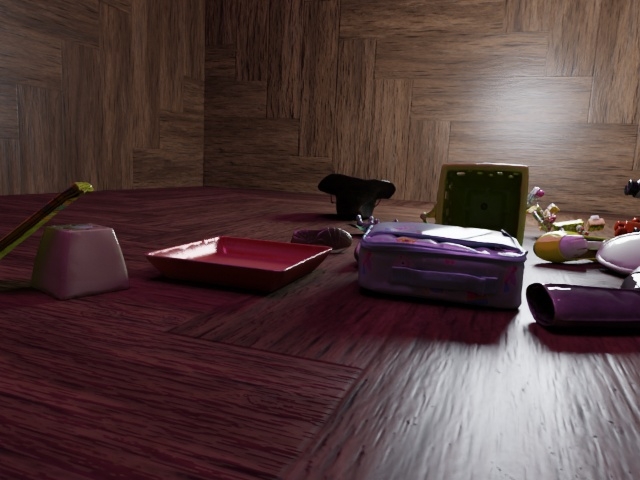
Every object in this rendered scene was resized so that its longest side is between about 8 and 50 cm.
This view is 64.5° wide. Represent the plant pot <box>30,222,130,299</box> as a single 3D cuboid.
[{"bbox_3d":[-0.372,0.026,0.783,0.109,0.096,0.109,10,12,39],"label":"plant pot"}]

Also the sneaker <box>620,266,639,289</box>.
[{"bbox_3d":[0.605,0.057,0.809,0.095,0.090,0.235,-14,-11,-23],"label":"sneaker"}]

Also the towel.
[{"bbox_3d":[-0.451,-0.009,0.773,0.237,0.021,0.102,-40,13,-6],"label":"towel"}]

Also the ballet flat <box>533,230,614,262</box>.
[{"bbox_3d":[0.624,0.014,1.211,0.231,0.077,0.077,3,-8,-18],"label":"ballet flat"}]

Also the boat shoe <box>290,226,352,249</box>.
[{"bbox_3d":[0.000,0.000,1.208,0.152,0.056,0.049,5,-25,-21],"label":"boat shoe"}]

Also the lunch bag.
[{"bbox_3d":[0.208,0.034,0.867,0.279,0.108,0.224,5,9,12],"label":"lunch bag"}]

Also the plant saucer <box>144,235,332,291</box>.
[{"bbox_3d":[-0.138,0.040,0.931,0.259,0.048,0.258,5,9,19],"label":"plant saucer"}]

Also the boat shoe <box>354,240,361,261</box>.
[{"bbox_3d":[0.127,0.027,1.123,0.065,0.075,0.206,-43,-14,33],"label":"boat shoe"}]

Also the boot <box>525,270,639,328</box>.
[{"bbox_3d":[0.411,0.089,0.748,0.208,0.076,0.189,-3,6,6],"label":"boot"}]

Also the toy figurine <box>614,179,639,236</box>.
[{"bbox_3d":[1.003,-0.077,1.516,0.148,0.210,0.213,10,11,11],"label":"toy figurine"}]

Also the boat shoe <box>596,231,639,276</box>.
[{"bbox_3d":[0.726,0.056,1.040,0.099,0.116,0.319,45,-15,-19],"label":"boat shoe"}]

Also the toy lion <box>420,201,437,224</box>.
[{"bbox_3d":[0.419,-0.081,1.800,0.100,0.096,0.034,-37,-3,17],"label":"toy lion"}]

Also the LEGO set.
[{"bbox_3d":[0.800,-0.056,1.674,0.287,0.132,0.107,25,25,-5],"label":"LEGO set"}]

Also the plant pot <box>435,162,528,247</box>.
[{"bbox_3d":[0.456,-0.091,1.416,0.227,0.228,0.207,6,3,23],"label":"plant pot"}]

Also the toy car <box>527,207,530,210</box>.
[{"bbox_3d":[0.635,-0.099,1.796,0.188,0.155,0.149,24,20,34],"label":"toy car"}]

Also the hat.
[{"bbox_3d":[0.132,-0.150,1.970,0.331,0.134,0.331,8,-10,1],"label":"hat"}]

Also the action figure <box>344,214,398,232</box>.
[{"bbox_3d":[0.188,-0.031,1.469,0.137,0.063,0.232,1,12,-30],"label":"action figure"}]
